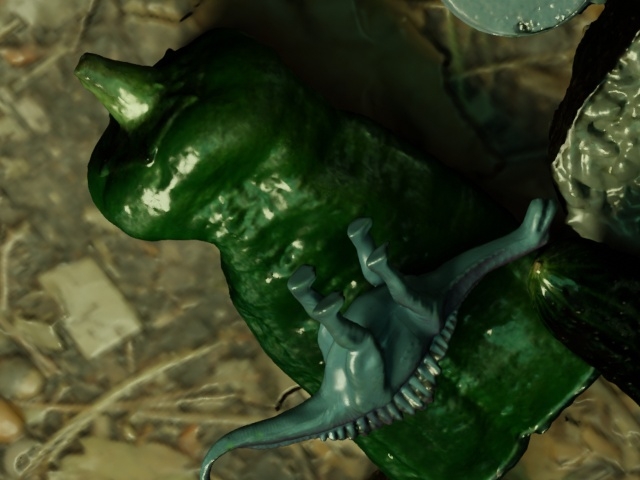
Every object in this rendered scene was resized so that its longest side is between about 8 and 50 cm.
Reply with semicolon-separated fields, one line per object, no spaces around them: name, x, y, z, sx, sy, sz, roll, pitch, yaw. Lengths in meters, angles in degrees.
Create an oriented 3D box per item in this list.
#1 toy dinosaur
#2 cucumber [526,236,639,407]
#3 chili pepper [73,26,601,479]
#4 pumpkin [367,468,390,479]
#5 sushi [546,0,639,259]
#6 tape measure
toy dinosaur;0.020;0.041;0.812;0.197;0.045;0.080;-41;123;-4
cucumber;0.146;0.048;0.852;0.052;0.058;0.214;14;164;40
chili pepper;0.000;0.000;0.867;0.270;0.099;0.136;40;122;-18
pumpkin;0.021;0.151;0.947;0.074;0.083;0.054;-40;112;16
sushi;0.154;-0.066;0.830;0.090;0.078;0.150;26;121;-7
tape measure;0.087;-0.133;0.819;0.091;0.054;0.094;27;113;-1
